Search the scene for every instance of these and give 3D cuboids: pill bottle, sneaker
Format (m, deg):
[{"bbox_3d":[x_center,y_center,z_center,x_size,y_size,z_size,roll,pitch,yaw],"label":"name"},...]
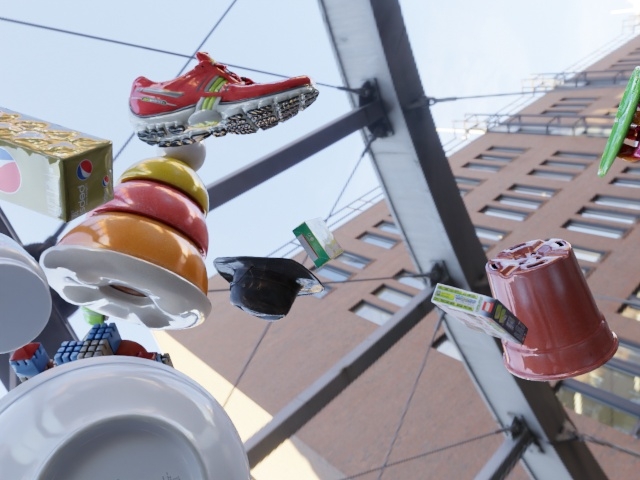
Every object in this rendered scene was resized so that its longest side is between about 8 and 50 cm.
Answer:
[{"bbox_3d":[-0.547,0.077,0.867,0.161,0.283,0.161,-8,-77,-37],"label":"pill bottle"},{"bbox_3d":[-0.141,-0.219,0.763,0.279,0.107,0.118,-11,-94,-7],"label":"sneaker"}]

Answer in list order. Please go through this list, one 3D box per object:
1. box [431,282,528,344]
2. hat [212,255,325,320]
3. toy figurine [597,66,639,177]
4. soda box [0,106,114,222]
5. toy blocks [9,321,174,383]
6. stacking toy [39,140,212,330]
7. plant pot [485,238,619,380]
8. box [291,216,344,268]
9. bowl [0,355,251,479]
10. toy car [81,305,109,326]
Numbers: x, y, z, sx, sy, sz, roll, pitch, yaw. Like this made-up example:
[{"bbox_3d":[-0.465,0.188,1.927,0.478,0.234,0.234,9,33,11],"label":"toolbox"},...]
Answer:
[{"bbox_3d":[0.296,0.138,0.965,0.207,0.114,0.036,34,-106,-50],"label":"box"},{"bbox_3d":[-0.160,0.153,1.491,0.331,0.331,0.133,37,-125,-40],"label":"hat"},{"bbox_3d":[0.430,-0.126,0.607,0.173,0.159,0.130,-53,-26,-39],"label":"toy figurine"},{"bbox_3d":[-0.273,-0.076,0.456,0.061,0.181,0.058,-51,-24,-58],"label":"soda box"},{"bbox_3d":[-0.481,0.299,1.158,0.382,0.190,0.260,-4,-57,4],"label":"toy blocks"},{"bbox_3d":[-0.358,-0.069,1.175,0.351,0.351,0.479,38,-125,-40],"label":"stacking toy"},{"bbox_3d":[0.544,0.153,1.285,0.272,0.272,0.265,-29,-77,-31],"label":"plant pot"},{"bbox_3d":[0.000,0.000,1.221,0.105,0.043,0.179,56,-164,3],"label":"box"},{"bbox_3d":[-0.184,0.237,0.471,0.298,0.134,0.297,11,-118,-22],"label":"bowl"},{"bbox_3d":[-0.550,0.108,1.314,0.053,0.239,0.224,27,-108,-79],"label":"toy car"}]
